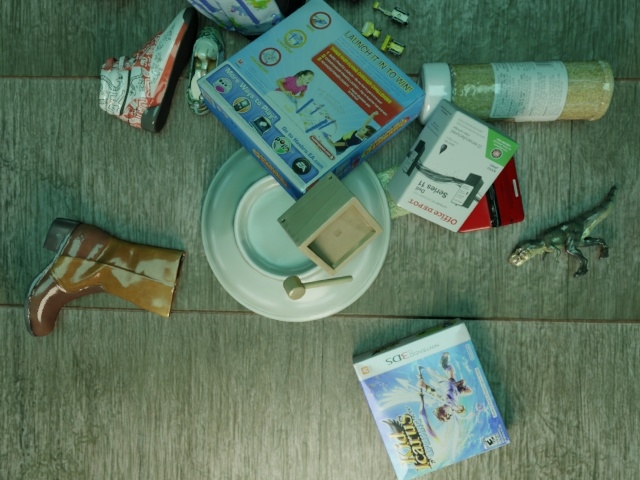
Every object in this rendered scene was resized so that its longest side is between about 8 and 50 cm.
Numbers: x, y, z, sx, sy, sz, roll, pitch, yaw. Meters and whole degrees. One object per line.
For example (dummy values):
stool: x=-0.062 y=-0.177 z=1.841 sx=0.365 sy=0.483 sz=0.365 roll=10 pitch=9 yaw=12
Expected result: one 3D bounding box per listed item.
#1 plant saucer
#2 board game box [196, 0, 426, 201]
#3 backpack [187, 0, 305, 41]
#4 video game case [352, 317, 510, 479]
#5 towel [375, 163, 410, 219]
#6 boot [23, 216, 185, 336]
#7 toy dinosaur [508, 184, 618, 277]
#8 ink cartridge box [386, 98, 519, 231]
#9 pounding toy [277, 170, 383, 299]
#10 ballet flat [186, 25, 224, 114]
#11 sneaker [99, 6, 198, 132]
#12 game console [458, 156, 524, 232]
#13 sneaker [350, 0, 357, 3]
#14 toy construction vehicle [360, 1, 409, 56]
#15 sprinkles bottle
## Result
plant saucer: x=-0.059 y=-0.030 z=1.063 sx=0.401 sy=0.100 sz=0.399 roll=0 pitch=91 yaw=6
board game box: x=-0.018 y=-0.269 z=1.011 sx=0.302 sy=0.086 sz=0.308 roll=-39 pitch=76 yaw=-12
backpack: x=-0.177 y=-0.546 z=0.943 sx=0.274 sy=0.355 sz=0.289 roll=-3 pitch=92 yaw=3
video game case: x=0.226 y=0.330 z=1.097 sx=0.245 sy=0.061 sz=0.269 roll=-22 pitch=91 yaw=3
towel: x=0.130 y=-0.091 z=1.107 sx=0.148 sy=0.027 sz=0.110 roll=-21 pitch=90 yaw=2
boot: x=-0.450 y=0.110 z=1.119 sx=0.281 sy=0.096 sz=0.263 roll=18 pitch=84 yaw=-6
toy dinosaur: x=0.526 y=0.002 z=1.081 sx=0.268 sy=0.064 sz=0.118 roll=-31 pitch=84 yaw=-1
ink cartridge box: x=0.248 y=-0.139 z=1.017 sx=0.153 sy=0.086 sz=0.208 roll=22 pitch=115 yaw=-19
pounding toy: x=0.000 y=0.008 z=0.955 sx=0.206 sy=0.181 sz=0.094 roll=-42 pitch=51 yaw=5
ballet flat: x=-0.240 y=-0.357 z=1.095 sx=0.070 sy=0.070 sz=0.188 roll=6 pitch=91 yaw=2
sneaker: x=-0.359 y=-0.370 z=1.085 sx=0.145 sy=0.090 sz=0.269 roll=21 pitch=95 yaw=-1
game console: x=0.344 y=-0.098 z=1.106 sx=0.124 sy=0.085 sz=0.143 roll=-12 pitch=92 yaw=-29
sneaker: x=-0.001 y=-0.586 z=1.037 sx=0.281 sy=0.106 sz=0.162 roll=47 pitch=127 yaw=-3
toy construction vehicle: x=0.140 y=-0.438 z=1.098 sx=0.098 sy=0.035 sz=0.085 roll=26 pitch=103 yaw=4
sprinkles bottle: x=0.374 y=-0.293 z=1.046 sx=0.356 sy=0.121 sz=0.121 roll=-1 pitch=91 yaw=2
